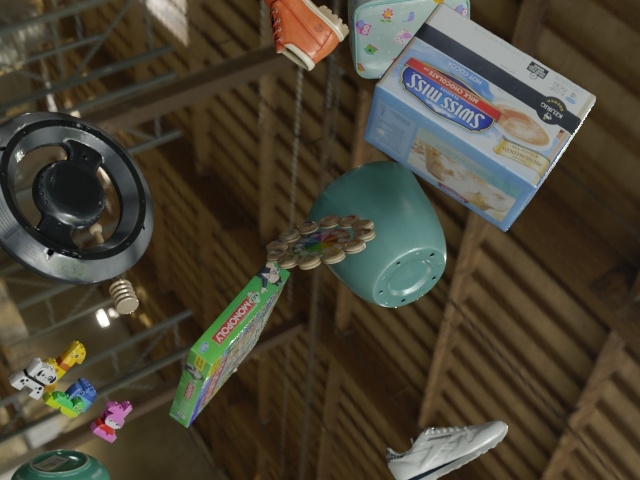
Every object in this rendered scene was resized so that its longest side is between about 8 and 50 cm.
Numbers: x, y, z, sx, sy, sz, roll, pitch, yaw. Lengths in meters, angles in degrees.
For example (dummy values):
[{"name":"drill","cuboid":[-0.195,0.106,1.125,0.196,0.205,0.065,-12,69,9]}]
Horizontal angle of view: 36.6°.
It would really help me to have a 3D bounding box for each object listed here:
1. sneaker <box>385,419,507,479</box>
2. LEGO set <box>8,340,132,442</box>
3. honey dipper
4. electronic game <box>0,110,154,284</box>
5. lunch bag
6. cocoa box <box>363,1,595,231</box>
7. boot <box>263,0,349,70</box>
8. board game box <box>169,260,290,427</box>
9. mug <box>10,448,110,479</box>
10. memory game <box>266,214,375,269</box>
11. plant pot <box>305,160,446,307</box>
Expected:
[{"name":"sneaker","cuboid":[0.237,0.384,1.816,0.095,0.235,0.090,64,2,18]},{"name":"LEGO set","cuboid":[-0.396,0.225,1.566,0.227,0.093,0.087,45,-2,-43]},{"name":"honey dipper","cuboid":[-0.280,0.032,1.298,0.030,0.030,0.161,93,-25,-46]},{"name":"electronic game","cuboid":[-0.305,-0.054,1.174,0.048,0.229,0.229,-33,-98,43]},{"name":"lunch bag","cuboid":[0.203,-0.492,2.194,0.108,0.279,0.224,-101,-177,-46]},{"name":"cocoa box","cuboid":[0.288,-0.227,1.826,0.347,0.228,0.231,34,-19,8]},{"name":"boot","cuboid":[-0.049,-0.295,1.279,0.158,0.085,0.059,39,-5,1]},{"name":"board game box","cuboid":[-0.162,0.182,1.663,0.046,0.213,0.317,36,-31,5]},{"name":"mug","cuboid":[-0.328,0.329,1.224,0.157,0.129,0.097,-153,-117,-67]},{"name":"memory game","cuboid":[0.000,0.000,1.571,0.186,0.186,0.012,23,-47,56]},{"name":"plant pot","cuboid":[0.145,0.007,2.180,0.293,0.293,0.235,93,-27,-46]}]
